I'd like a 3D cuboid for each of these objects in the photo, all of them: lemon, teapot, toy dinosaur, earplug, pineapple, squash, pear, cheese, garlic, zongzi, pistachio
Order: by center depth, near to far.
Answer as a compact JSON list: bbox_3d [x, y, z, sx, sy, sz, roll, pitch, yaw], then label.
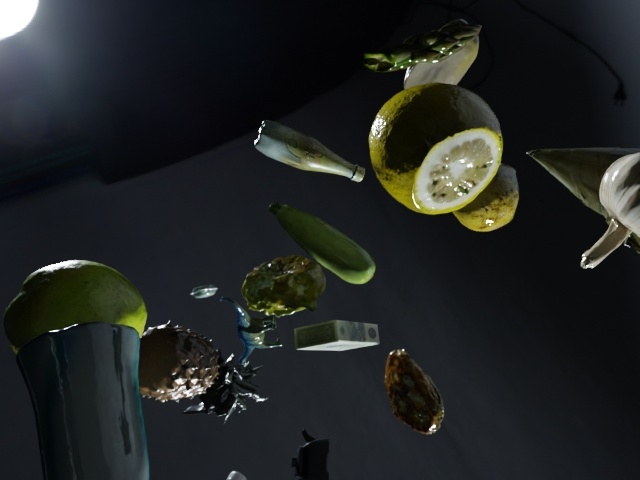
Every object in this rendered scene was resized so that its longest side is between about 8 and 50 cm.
[{"bbox_3d":[-0.343,0.308,0.789,0.185,0.184,0.324,106,149,-61],"label":"earplug"},{"bbox_3d":[0.548,-0.028,0.908,0.226,0.199,0.199,-51,54,18],"label":"garlic"},{"bbox_3d":[0.207,-0.186,1.003,0.241,0.240,0.219,87,159,-45],"label":"lemon"},{"bbox_3d":[-0.237,0.300,1.133,0.165,0.165,0.364,47,-178,42],"label":"pineapple"},{"bbox_3d":[0.696,-0.157,1.170,0.360,0.322,0.160,46,150,38],"label":"zongzi"},{"bbox_3d":[-0.285,0.126,1.288,0.120,0.067,0.026,137,121,-76],"label":"cheese"},{"bbox_3d":[-0.032,0.606,1.430,0.087,0.096,0.178,122,154,-57],"label":"teapot"},{"bbox_3d":[0.002,0.002,1.544,0.370,0.118,0.118,34,150,17],"label":"squash"},{"bbox_3d":[-0.732,0.237,1.571,0.391,0.390,0.391,51,156,34],"label":"pear"},{"bbox_3d":[-0.201,0.273,1.581,0.363,0.147,0.077,86,171,-49],"label":"toy dinosaur"},{"bbox_3d":[0.368,-0.559,1.657,0.288,0.197,0.166,-57,46,34],"label":"pistachio"},{"bbox_3d":[0.590,-0.157,1.896,0.271,0.271,0.271,51,156,34],"label":"pear"}]

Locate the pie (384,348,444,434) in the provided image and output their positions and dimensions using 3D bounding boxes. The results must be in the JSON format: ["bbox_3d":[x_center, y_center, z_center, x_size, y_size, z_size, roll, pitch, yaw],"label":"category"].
[{"bbox_3d":[0.304,0.503,1.735,0.308,0.085,0.309,40,141,42],"label":"pie"}]

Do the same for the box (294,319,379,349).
[{"bbox_3d":[0.057,0.309,1.691,0.164,0.256,0.069,-17,70,32],"label":"box"}]

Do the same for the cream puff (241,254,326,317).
[{"bbox_3d":[-0.114,0.170,1.731,0.281,0.281,0.185,30,136,58],"label":"cream puff"}]

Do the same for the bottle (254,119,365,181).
[{"bbox_3d":[-0.021,-0.200,1.237,0.083,0.269,0.083,-159,90,-78],"label":"bottle"}]

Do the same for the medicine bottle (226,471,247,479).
[{"bbox_3d":[-0.195,0.550,1.131,0.052,0.089,0.052,8,120,15],"label":"medicine bottle"}]

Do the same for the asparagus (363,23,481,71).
[{"bbox_3d":[0.245,-0.454,1.244,0.080,0.286,0.080,-18,-90,-88],"label":"asparagus"}]
